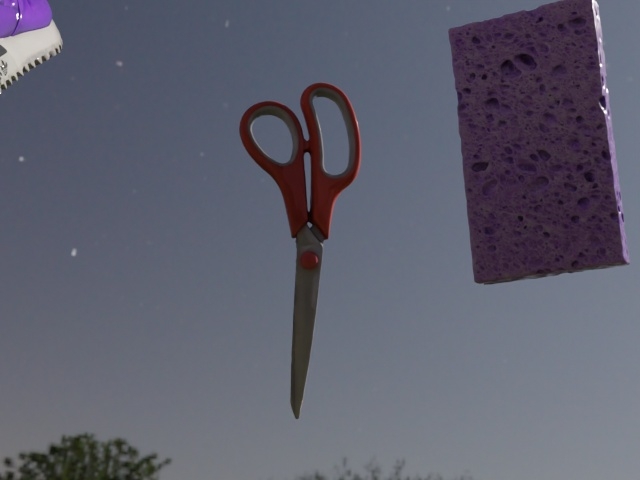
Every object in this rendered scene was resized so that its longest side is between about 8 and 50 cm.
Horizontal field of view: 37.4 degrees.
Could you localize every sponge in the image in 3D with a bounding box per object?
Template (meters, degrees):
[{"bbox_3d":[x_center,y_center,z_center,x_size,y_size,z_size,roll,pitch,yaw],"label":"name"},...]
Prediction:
[{"bbox_3d":[0.169,-0.076,0.743,0.117,0.210,0.031,-8,-8,25],"label":"sponge"}]

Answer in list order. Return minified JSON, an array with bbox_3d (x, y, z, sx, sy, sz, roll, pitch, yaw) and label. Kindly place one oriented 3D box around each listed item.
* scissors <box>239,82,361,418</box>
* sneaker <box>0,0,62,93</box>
[{"bbox_3d":[0.000,0.000,0.830,0.109,0.297,0.021,-8,-16,-12],"label":"scissors"},{"bbox_3d":[-0.243,-0.175,0.607,0.102,0.293,0.146,-11,-68,-3],"label":"sneaker"}]
